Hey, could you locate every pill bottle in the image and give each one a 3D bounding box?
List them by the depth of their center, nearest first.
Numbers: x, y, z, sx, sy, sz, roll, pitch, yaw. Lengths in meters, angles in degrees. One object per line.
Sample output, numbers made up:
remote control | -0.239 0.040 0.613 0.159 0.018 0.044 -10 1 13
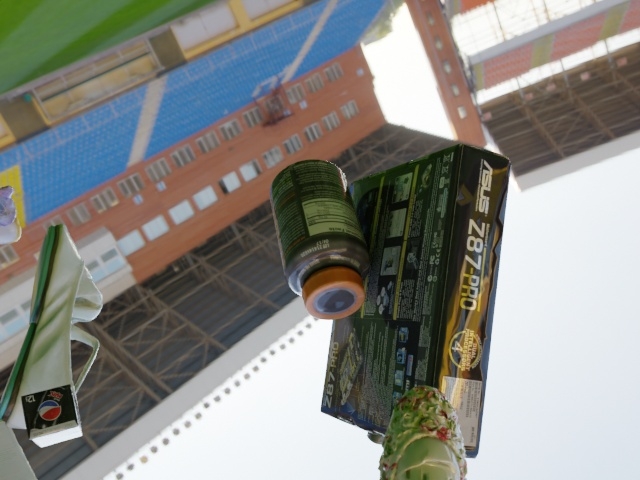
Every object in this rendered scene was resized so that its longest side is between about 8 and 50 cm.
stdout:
pill bottle | 0.000 0.000 0.978 0.131 0.130 0.245 -21 -133 9

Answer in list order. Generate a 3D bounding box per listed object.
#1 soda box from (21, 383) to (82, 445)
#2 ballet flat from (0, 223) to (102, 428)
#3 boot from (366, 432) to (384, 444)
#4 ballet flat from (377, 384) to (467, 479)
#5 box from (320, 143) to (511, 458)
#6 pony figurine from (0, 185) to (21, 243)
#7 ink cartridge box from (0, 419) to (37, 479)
soda box | -0.342 0.228 0.829 0.060 0.053 0.169 -12 164 -22
ballet flat | -0.449 0.145 1.120 0.139 0.139 0.400 -20 -133 13
boot | 0.146 0.329 1.374 0.076 0.190 0.208 24 -95 27
ballet flat | 0.086 0.246 0.555 0.077 0.091 0.240 131 -28 -73
box | 0.123 0.084 0.945 0.097 0.394 0.318 12 170 -24
pony figurine | -0.451 0.000 0.546 0.351 0.302 0.363 0 -165 20
ink cartridge box | -0.584 0.377 1.062 0.171 0.056 0.235 -5 -143 -45
